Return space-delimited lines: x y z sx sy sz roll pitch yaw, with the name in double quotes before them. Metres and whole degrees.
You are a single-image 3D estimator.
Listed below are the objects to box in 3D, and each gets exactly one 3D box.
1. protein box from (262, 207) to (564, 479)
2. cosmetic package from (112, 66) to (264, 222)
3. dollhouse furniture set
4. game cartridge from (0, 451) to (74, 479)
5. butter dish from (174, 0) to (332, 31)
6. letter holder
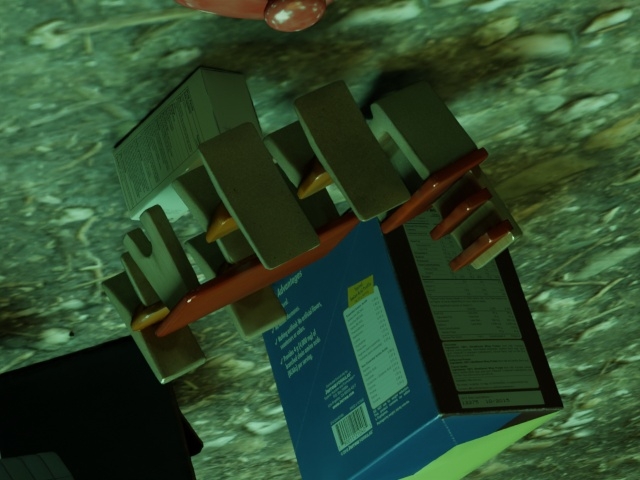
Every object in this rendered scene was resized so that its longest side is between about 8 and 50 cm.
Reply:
"protein box" 0.068 0.095 1.528 0.136 0.201 0.200 2 150 -36
"cosmetic package" -0.093 -0.065 1.251 0.041 0.060 0.115 4 151 -42
"dollhouse furniture set" 0.000 0.000 1.256 0.259 0.135 0.262 -27 171 -28
"game cartridge" -0.382 0.287 1.427 0.355 0.068 0.230 -34 172 12
"butter dish" -0.026 -0.170 0.991 0.160 0.118 0.160 1 150 -34
"letter holder" -0.258 0.226 1.673 0.302 0.152 0.214 -17 158 1
